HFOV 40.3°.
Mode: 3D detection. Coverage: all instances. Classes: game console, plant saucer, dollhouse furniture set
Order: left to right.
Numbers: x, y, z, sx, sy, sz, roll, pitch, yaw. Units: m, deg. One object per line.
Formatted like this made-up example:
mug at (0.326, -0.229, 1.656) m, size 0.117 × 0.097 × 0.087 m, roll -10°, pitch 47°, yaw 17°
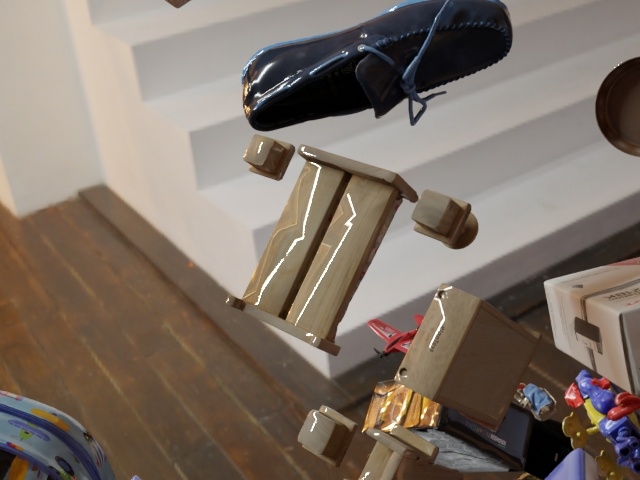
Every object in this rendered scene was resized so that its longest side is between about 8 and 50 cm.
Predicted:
dollhouse furniture set at (0.031, 0.085, 0.956) m, size 0.355 × 0.173 × 0.303 m, roll 23°, pitch 85°, yaw 38°
game console at (0.456, 0.556, 1.947) m, size 0.044 × 0.362 × 0.213 m, roll -3°, pitch 16°, yaw -46°
plant saucer at (0.544, -0.223, 1.449) m, size 0.168 × 0.169 × 0.029 m, roll 11°, pitch 20°, yaw 27°

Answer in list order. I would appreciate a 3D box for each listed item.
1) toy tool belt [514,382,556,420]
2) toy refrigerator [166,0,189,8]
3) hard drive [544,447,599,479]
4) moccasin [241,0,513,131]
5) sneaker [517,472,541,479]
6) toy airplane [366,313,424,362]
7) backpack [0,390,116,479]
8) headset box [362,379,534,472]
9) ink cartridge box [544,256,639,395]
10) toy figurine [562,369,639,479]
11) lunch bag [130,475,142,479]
toy tool belt at (0.371, 0.274, 1.523) m, size 0.052 × 0.051 × 0.083 m, roll -44°, pitch 55°, yaw -3°
toy refrigerator at (-0.168, -0.464, 1.198) m, size 0.094 × 0.102 × 0.270 m, roll -8°, pitch 57°, yaw 54°
hard drive at (0.248, 0.386, 1.026) m, size 0.040 × 0.210 × 0.318 m, roll 39°, pitch 17°, yaw 7°
moccasin at (0.069, -0.194, 1.067) m, size 0.341 × 0.138 × 0.117 m, roll -14°, pitch 48°, yaw 20°
sneaker at (0.503, 0.547, 1.967) m, size 0.166 × 0.065 × 0.076 m, roll -39°, pitch 3°, yaw -1°
toy airplane at (0.159, 0.170, 1.574) m, size 0.151 × 0.028 × 0.151 m, roll -6°, pitch 39°, yaw 5°
backpack at (-0.168, 0.141, 0.413) m, size 0.158 × 0.173 × 0.117 m, roll 18°, pitch 22°, yaw -1°
headset box at (0.277, 0.393, 1.868) m, size 0.283 × 0.246 × 0.131 m, roll -25°, pitch 40°, yaw 56°
ink cartridge box at (0.452, 0.104, 1.194) m, size 0.196 × 0.114 × 0.273 m, roll -14°, pitch 8°, yaw -4°
toy figurine at (0.551, 0.317, 1.499) m, size 0.191 × 0.362 × 0.217 m, roll -41°, pitch 13°, yaw 13°
lunch bag at (-0.240, 0.475, 1.351) m, size 0.090 × 0.176 × 0.219 m, roll -40°, pitch 37°, yaw -17°
